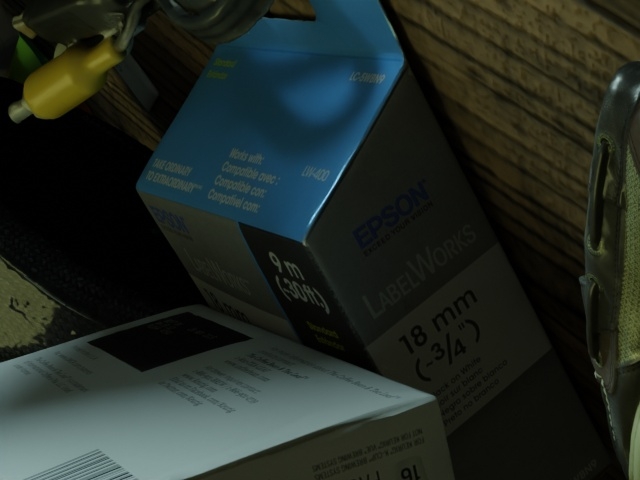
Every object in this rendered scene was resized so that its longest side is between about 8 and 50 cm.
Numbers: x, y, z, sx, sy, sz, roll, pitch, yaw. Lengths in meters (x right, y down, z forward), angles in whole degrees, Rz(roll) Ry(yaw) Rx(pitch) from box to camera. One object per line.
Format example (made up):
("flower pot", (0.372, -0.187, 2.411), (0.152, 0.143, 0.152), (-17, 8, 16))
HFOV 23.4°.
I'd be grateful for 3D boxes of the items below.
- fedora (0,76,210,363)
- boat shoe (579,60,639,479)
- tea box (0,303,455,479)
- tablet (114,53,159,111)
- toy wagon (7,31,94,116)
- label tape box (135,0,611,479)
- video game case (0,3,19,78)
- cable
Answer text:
("fedora", (-0.190, 0.023, 1.115), (0.334, 0.152, 0.334), (30, -160, -12))
("boat shoe", (0.141, 0.020, 0.616), (0.073, 0.080, 0.223), (47, 157, 38))
("tea box", (-0.070, 0.232, 0.829), (0.329, 0.220, 0.323), (12, 118, 66))
("tablet", (-0.153, -0.138, 1.190), (0.083, 0.006, 0.054), (54, 163, 0))
("toy wagon", (-0.260, -0.097, 1.448), (0.267, 0.068, 0.344), (46, 160, 22))
("label tape box", (0.000, 0.000, 0.888), (0.333, 0.106, 0.240), (60, 161, -22))
("video game case", (-0.355, -0.239, 1.271), (0.300, 0.036, 0.329), (57, 162, -1))
("cable", (-0.093, -0.147, 0.910), (0.072, 0.139, 0.287), (36, 155, -33))
